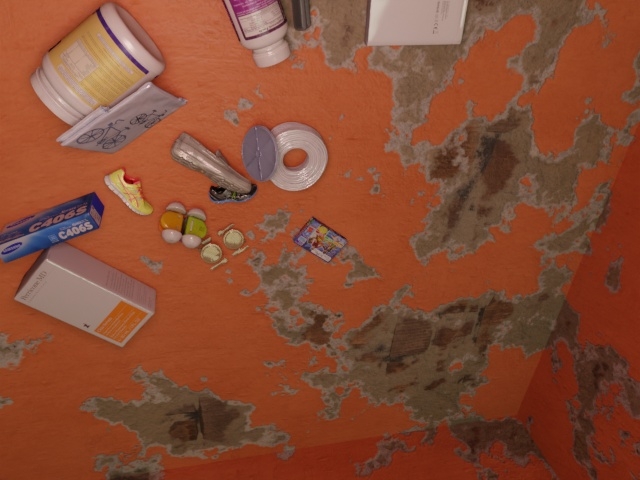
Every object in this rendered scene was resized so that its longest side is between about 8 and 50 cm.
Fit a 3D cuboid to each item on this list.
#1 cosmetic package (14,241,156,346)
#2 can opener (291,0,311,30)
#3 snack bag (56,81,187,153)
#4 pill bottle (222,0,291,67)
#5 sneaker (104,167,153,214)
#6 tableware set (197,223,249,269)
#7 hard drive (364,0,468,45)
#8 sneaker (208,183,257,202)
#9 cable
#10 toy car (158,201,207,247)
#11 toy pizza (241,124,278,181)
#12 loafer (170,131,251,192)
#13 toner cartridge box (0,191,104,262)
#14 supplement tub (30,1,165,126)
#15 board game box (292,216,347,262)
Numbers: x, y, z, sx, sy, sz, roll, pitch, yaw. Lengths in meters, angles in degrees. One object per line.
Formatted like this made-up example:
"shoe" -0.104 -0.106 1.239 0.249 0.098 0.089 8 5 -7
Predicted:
"cosmetic package" -0.907 0.213 2.012 0.453 0.161 0.230 35 108 -31
"can opener" -0.083 -0.819 1.627 0.093 0.074 0.280 5 126 22
"snack bag" -0.617 -0.388 1.630 0.342 0.323 0.037 -32 91 7
"pill bottle" -0.200 -0.709 1.596 0.169 0.169 0.302 -23 126 0
"sneaker" -0.681 -0.178 1.867 0.094 0.081 0.208 -36 124 7
"tableware set" -0.403 0.021 2.101 0.194 0.039 0.128 -32 113 -1
"hard drive" 0.333 -0.797 1.759 0.352 0.047 0.233 -6 124 -12
"sneaker" -0.335 -0.191 1.961 0.188 0.067 0.078 -8 130 -7
"cable" -0.102 -0.313 1.931 0.257 0.089 0.257 28 112 -29
"toy car" -0.534 -0.047 1.970 0.182 0.159 0.136 16 152 -24
"toy pizza" -0.214 -0.315 1.853 0.032 0.201 0.201 -15 132 -46
"loafer" -0.383 -0.279 1.857 0.319 0.112 0.112 31 69 -26
"toner cartridge box" -0.960 -0.050 1.822 0.347 0.165 0.075 -21 124 -2
"supplement tub" -0.670 -0.521 1.546 0.331 0.241 0.241 -35 125 8
"board game box" 0.000 0.000 2.198 0.201 0.035 0.136 33 109 -30
